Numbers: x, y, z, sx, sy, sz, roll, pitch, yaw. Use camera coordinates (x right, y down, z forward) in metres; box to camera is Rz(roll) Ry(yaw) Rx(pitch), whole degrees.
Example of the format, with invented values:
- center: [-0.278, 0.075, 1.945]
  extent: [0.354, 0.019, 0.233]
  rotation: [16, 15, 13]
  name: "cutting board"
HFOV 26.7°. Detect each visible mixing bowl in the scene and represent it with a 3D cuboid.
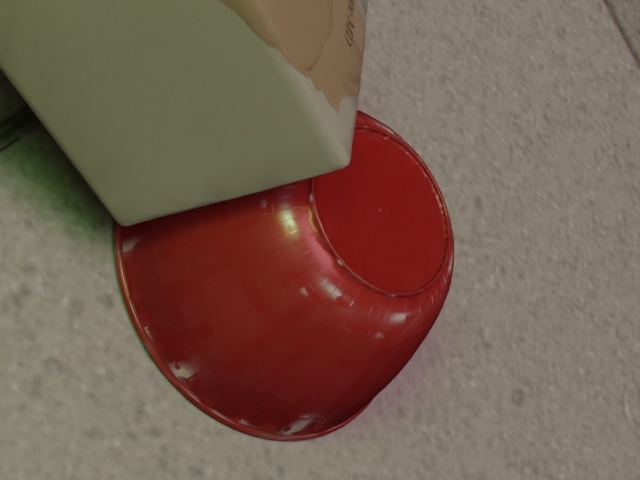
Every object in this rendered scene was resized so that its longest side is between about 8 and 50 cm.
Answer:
- center: [0.000, 0.000, 0.673]
  extent: [0.181, 0.098, 0.181]
  rotation: [19, 59, -34]
  name: "mixing bowl"

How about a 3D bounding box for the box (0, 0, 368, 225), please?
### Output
- center: [-0.095, -0.166, 0.549]
  extent: [0.311, 0.121, 0.148]
  rotation: [57, 28, -42]
  name: "box"
